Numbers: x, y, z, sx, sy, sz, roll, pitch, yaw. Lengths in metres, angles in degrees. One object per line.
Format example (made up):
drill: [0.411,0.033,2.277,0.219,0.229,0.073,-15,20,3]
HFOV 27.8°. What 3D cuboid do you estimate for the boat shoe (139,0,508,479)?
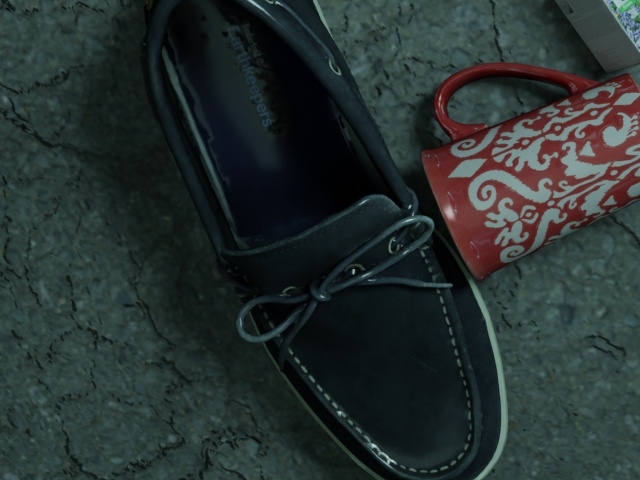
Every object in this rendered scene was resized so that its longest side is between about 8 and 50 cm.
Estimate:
boat shoe: [0.000,0.000,1.011,0.187,0.156,0.500,-22,104,12]

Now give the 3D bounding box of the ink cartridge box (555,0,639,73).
ink cartridge box: [0.206,-0.182,0.967,0.029,0.063,0.115,-39,99,-13]

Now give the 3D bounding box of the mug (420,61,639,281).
mug: [0.168,-0.067,0.987,0.169,0.113,0.150,-24,107,11]
